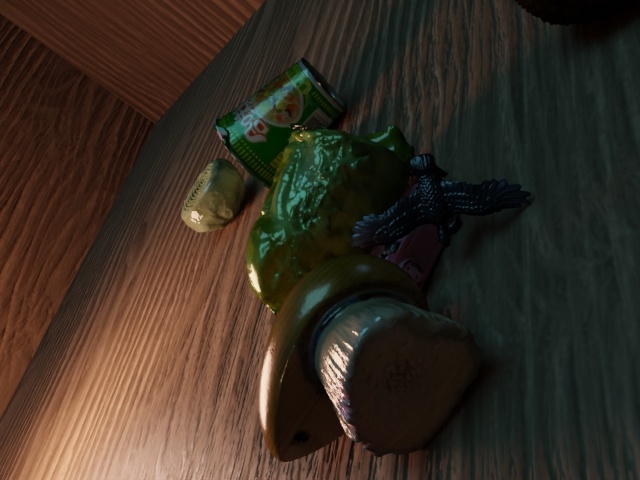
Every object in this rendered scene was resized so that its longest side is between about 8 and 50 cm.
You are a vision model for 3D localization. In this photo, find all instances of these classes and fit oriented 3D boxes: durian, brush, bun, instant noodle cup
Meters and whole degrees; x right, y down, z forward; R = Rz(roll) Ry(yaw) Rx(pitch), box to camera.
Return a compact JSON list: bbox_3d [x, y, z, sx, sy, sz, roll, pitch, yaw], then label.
[{"bbox_3d":[0.004,-0.045,1.014,0.340,0.204,0.256,-63,-15,-7],"label":"durian"},{"bbox_3d":[0.031,0.155,0.776,0.267,0.174,0.166,-58,31,14],"label":"brush"},{"bbox_3d":[-0.247,-0.100,1.728,0.195,0.118,0.195,-50,19,24],"label":"bun"},{"bbox_3d":[-0.076,-0.255,1.530,0.232,0.207,0.207,-40,26,14],"label":"instant noodle cup"}]

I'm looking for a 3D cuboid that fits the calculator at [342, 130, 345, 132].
[{"bbox_3d":[0.006,-0.106,1.321,0.166,0.028,0.274,-48,17,16],"label":"calculator"}]

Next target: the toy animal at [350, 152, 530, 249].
[{"bbox_3d":[0.136,-0.045,0.862,0.220,0.062,0.108,-13,67,16],"label":"toy animal"}]

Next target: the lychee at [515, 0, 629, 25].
[{"bbox_3d":[0.320,-0.361,0.898,0.194,0.194,0.194,-43,25,26],"label":"lychee"}]

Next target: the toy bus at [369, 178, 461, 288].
[{"bbox_3d":[0.111,0.015,0.931,0.090,0.063,0.203,-9,48,61],"label":"toy bus"}]

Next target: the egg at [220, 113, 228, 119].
[{"bbox_3d":[-0.265,-0.347,2.172,0.083,0.071,0.071,8,64,52],"label":"egg"}]
